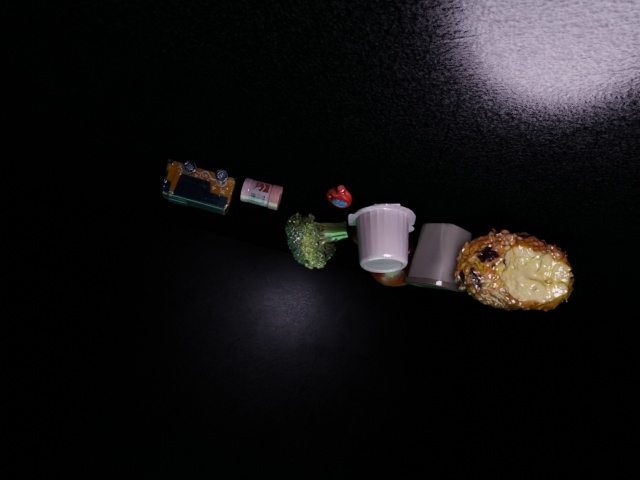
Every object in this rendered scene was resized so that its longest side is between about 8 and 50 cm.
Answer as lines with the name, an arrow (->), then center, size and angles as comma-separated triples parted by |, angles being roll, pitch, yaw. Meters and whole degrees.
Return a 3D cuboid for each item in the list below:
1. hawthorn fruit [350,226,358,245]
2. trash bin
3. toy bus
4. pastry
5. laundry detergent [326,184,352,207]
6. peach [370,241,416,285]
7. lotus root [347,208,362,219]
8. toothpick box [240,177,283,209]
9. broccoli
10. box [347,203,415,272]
hawthorn fruit -> 0.225, -0.012, 2.092 | 0.179, 0.173, 0.173 | 14, 170, -7
trash bin -> 0.479, 0.071, 1.928 | 0.219, 0.249, 0.220 | 21, 168, -38
toy bus -> -0.488, -0.212, 1.933 | 0.276, 0.167, 0.138 | 16, 170, -9
pastry -> 0.687, 0.104, 1.764 | 0.406, 0.292, 0.337 | 4, -179, -9
laundry detergent -> 0.068, -0.167, 1.766 | 0.098, 0.049, 0.165 | 16, 168, 6
peach -> 0.360, 0.104, 2.318 | 0.281, 0.238, 0.281 | 31, 158, 14
lotus root -> 0.165, -0.094, 1.980 | 0.150, 0.062, 0.073 | -5, 162, 45
toothpick box -> -0.233, -0.185, 1.923 | 0.149, 0.098, 0.098 | 14, 170, 0
broccoli -> -0.016, 0.017, 2.325 | 0.302, 0.249, 0.375 | 13, 165, 24
box -> 0.252, 0.011, 1.867 | 0.291, 0.206, 0.263 | 23, 151, -39
